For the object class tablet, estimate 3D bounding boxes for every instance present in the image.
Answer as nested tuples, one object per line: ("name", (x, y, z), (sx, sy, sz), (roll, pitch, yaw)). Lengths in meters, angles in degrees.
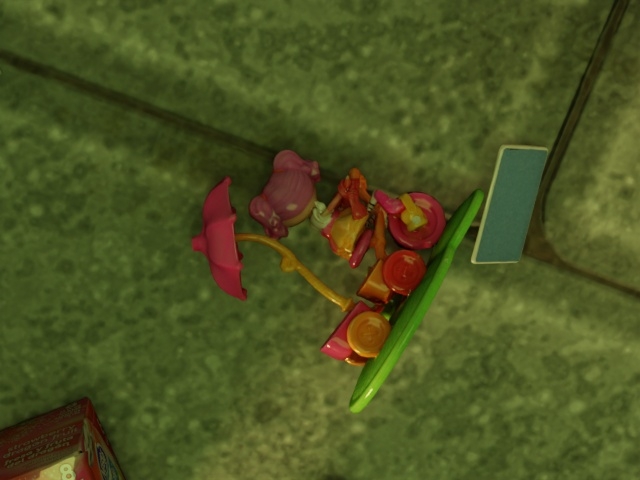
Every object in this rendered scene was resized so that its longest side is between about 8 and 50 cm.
("tablet", (0.128, -0.024, 1.200), (0.054, 0.006, 0.083), (0, 109, -47))

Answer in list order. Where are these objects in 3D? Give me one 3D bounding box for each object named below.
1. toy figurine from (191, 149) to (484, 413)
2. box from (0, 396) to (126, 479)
("toy figurine", (0.000, 0.000, 1.169), (0.159, 0.130, 0.173), (31, 77, -1))
("box", (-0.249, 0.220, 1.185), (0.256, 0.122, 0.128), (-22, 104, 1))
